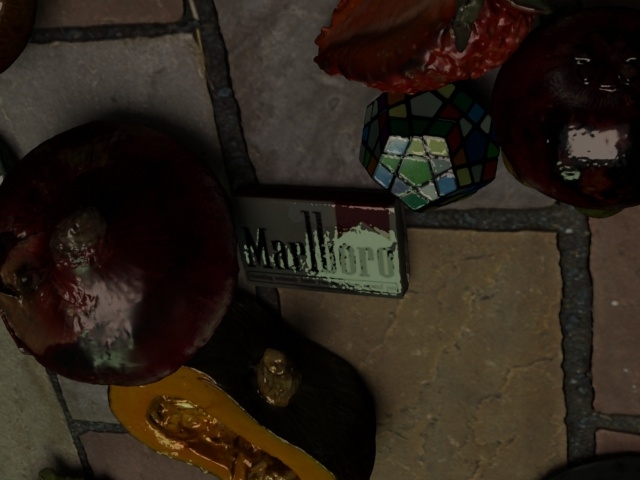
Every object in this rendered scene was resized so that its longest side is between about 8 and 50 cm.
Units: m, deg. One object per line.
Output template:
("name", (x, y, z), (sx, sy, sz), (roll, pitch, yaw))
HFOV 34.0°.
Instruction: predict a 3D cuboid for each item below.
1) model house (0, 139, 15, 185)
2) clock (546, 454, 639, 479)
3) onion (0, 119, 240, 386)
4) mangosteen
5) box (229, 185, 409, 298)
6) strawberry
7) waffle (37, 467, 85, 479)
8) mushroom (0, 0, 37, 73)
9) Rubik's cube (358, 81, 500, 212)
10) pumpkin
("model house", (-0.371, -0.069, 1.168), (0.083, 0.066, 0.079), (-36, 95, 16))
("clock", (0.367, 0.386, 1.176), (0.325, 0.067, 0.325), (7, 121, 12))
("onion", (-0.219, 0.013, 1.027), (0.272, 0.195, 0.272), (-2, 83, 14))
("mangosteen", (0.232, -0.097, 0.867), (0.200, 0.200, 0.200), (10, 125, 14))
("box", (0.000, 0.000, 1.085), (0.177, 0.036, 0.115), (4, 123, 18))
("strawberry", (0.089, -0.175, 0.869), (0.098, 0.174, 0.228), (17, 142, -32))
("waffle", (-0.328, 0.412, 1.468), (0.208, 0.054, 0.214), (27, 125, -3))
("mushroom", (-0.395, -0.241, 0.978), (0.267, 0.254, 0.267), (16, 153, 8))
("Rubik's cube", (0.098, -0.087, 0.942), (0.112, 0.133, 0.133), (13, 131, 46))
("pumpkin", (-0.071, 0.181, 1.169), (0.317, 0.139, 0.222), (37, 129, -5))
